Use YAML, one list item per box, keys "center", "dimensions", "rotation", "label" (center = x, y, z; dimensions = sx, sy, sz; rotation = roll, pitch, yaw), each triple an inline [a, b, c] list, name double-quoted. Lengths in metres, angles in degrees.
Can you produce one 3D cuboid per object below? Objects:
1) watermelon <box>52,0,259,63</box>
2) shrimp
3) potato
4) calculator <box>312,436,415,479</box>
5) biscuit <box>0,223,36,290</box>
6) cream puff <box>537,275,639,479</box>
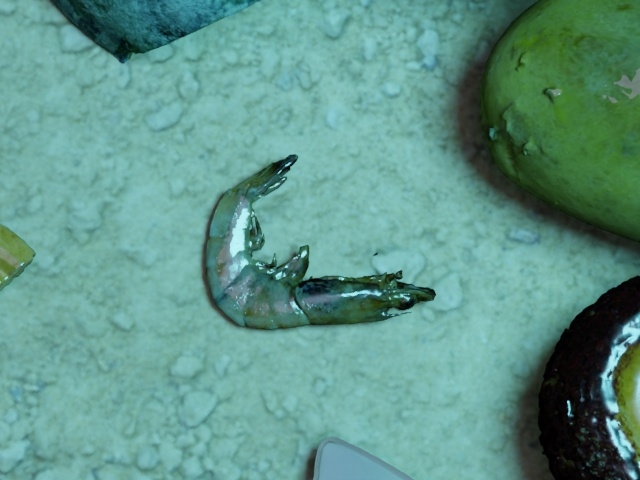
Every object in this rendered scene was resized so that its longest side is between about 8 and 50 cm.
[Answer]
- center: [-0.073, -0.320, 1.275]
  dimensions: [0.387, 0.258, 0.228]
  rotation: [-31, 104, 33]
  label: "watermelon"
- center: [0.000, 0.000, 1.309]
  dimensions: [0.195, 0.035, 0.148]
  rotation: [-1, 80, -4]
  label: "shrimp"
- center: [0.314, -0.118, 1.259]
  dimensions: [0.359, 0.219, 0.270]
  rotation: [14, 79, 2]
  label: "potato"
- center: [0.066, 0.323, 1.215]
  dimensions: [0.220, 0.048, 0.329]
  rotation: [-44, 65, -10]
  label: "calculator"
- center: [-0.348, 0.058, 1.266]
  dimensions: [0.144, 0.033, 0.224]
  rotation: [39, 80, 0]
  label: "biscuit"
- center: [0.291, 0.139, 1.248]
  dimensions: [0.239, 0.165, 0.239]
  rotation: [1, 81, -9]
  label: "cream puff"
